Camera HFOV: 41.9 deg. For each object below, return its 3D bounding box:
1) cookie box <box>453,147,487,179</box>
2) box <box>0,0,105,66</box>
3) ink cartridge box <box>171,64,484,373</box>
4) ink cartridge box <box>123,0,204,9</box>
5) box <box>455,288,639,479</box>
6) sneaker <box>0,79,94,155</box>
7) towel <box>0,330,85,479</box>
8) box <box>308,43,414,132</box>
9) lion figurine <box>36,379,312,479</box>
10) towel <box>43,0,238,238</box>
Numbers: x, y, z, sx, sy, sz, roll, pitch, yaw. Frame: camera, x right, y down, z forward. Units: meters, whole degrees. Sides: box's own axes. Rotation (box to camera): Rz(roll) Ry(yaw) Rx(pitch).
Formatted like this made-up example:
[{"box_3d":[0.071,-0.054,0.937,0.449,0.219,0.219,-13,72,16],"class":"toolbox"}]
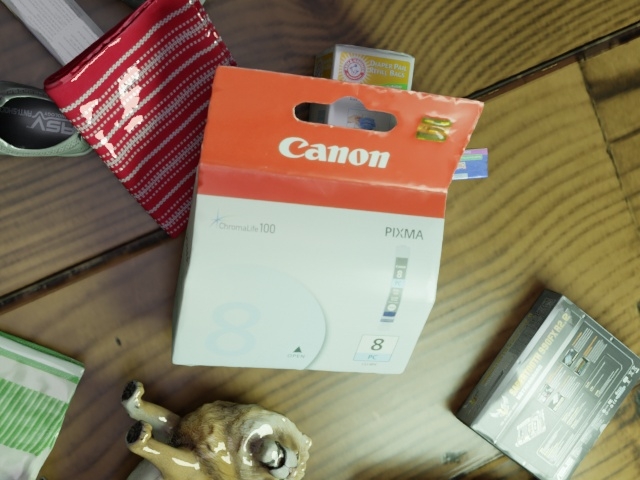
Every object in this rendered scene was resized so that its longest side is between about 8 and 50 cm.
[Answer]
[{"box_3d":[0.157,-0.100,1.100,0.091,0.107,0.040,-5,97,-14],"class":"cookie box"},{"box_3d":[-0.308,-0.253,0.991,0.067,0.063,0.324,-44,104,-5],"class":"box"},{"box_3d":[0.000,0.000,0.980,0.308,0.091,0.385,5,131,-14],"class":"ink cartridge box"},{"box_3d":[-0.222,-0.397,0.941,0.272,0.114,0.197,31,88,-30],"class":"ink cartridge box"},{"box_3d":[0.333,0.216,1.202,0.183,0.056,0.231,37,86,-14],"class":"box"},{"box_3d":[-0.392,-0.149,0.953,0.281,0.115,0.105,0,96,-14],"class":"sneaker"},{"box_3d":[-0.462,0.257,1.021,0.247,0.038,0.325,24,91,-14],"class":"towel"},{"box_3d":[0.043,-0.137,1.064,0.103,0.114,0.203,5,96,-13],"class":"box"},{"box_3d":[-0.209,0.333,1.043,0.392,0.142,0.240,-43,126,4],"class":"lion figurine"},{"box_3d":[-0.170,-0.146,0.980,0.199,0.031,0.275,-42,136,-9],"class":"towel"}]
